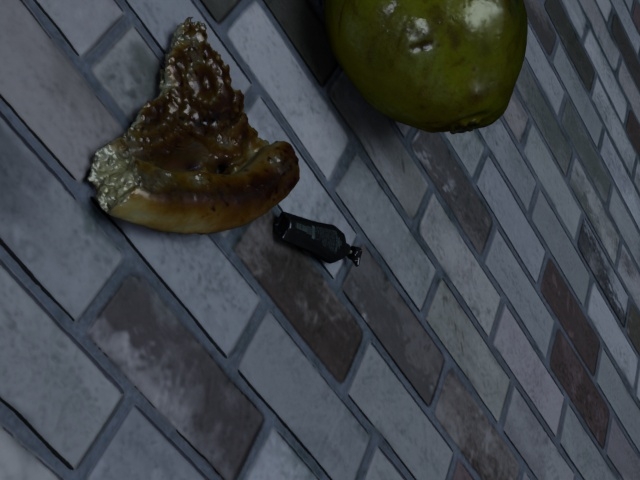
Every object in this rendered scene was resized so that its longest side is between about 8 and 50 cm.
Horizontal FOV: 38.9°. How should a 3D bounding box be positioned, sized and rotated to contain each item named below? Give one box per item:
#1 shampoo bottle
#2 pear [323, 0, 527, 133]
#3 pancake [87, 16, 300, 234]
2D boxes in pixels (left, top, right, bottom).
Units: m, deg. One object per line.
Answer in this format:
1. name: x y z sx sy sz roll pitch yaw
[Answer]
1. shampoo bottle: 0.000 0.000 1.067 0.137 0.027 0.048 20 64 -46
2. pear: 0.135 -0.284 1.169 0.269 0.269 0.321 13 54 -49
3. pancake: -0.124 -0.124 0.929 0.266 0.057 0.245 4 73 -50
